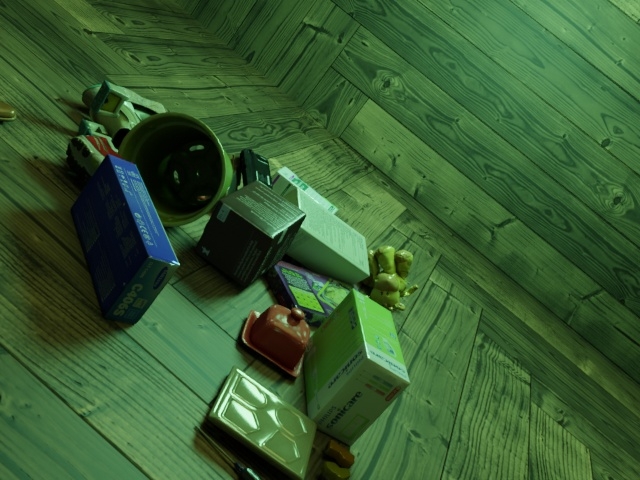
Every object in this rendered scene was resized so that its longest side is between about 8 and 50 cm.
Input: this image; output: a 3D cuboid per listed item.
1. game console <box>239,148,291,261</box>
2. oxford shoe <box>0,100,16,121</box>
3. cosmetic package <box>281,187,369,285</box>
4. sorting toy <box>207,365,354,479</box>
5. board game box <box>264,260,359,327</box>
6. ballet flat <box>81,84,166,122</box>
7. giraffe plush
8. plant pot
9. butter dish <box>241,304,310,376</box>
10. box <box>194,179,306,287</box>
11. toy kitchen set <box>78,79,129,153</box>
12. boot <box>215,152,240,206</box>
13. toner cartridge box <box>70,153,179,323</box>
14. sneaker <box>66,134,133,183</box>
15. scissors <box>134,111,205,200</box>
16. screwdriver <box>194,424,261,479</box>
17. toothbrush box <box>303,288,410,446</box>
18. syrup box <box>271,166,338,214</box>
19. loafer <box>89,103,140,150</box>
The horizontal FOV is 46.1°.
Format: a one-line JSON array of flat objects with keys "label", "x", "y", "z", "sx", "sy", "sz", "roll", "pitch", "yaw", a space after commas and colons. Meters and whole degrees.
[{"label": "game console", "x": -0.167, "y": -0.116, "z": 2.199, "sx": 0.213, "sy": 0.044, "sz": 0.361, "roll": 29, "pitch": 39, "yaw": -41}, {"label": "oxford shoe", "x": -0.791, "y": -0.339, "z": 1.717, "sx": 0.212, "sy": 0.076, "sz": 0.076, "roll": 27, "pitch": 21, "yaw": -34}, {"label": "cosmetic package", "x": 0.000, "y": 0.000, "z": 2.178, "sx": 0.309, "sy": 0.113, "sz": 0.160, "roll": 37, "pitch": 35, "yaw": -36}, {"label": "sorting toy", "x": -0.071, "y": 0.381, "z": 1.446, "sx": 0.307, "sy": 0.041, "sz": 0.229, "roll": 37, "pitch": 15, "yaw": -5}, {"label": "board game box", "x": 0.010, "y": 0.165, "z": 2.051, "sx": 0.347, "sy": 0.056, "sz": 0.208, "roll": 21, "pitch": 30, "yaw": -40}, {"label": "ballet flat", "x": -0.550, "y": -0.374, "z": 2.187, "sx": 0.316, "sy": 0.108, "sz": 0.106, "roll": 0, "pitch": 56, "yaw": -59}, {"label": "giraffe plush", "x": 0.201, "y": 0.140, "z": 2.326, "sx": 0.170, "sy": 0.182, "sz": 0.210, "roll": -57, "pitch": 130, "yaw": -61}, {"label": "plant pot", "x": -0.343, "y": -0.178, "z": 1.922, "sx": 0.276, "sy": 0.276, "sz": 0.254, "roll": 40, "pitch": 8, "yaw": 4}, {"label": "butter dish", "x": -0.080, "y": 0.202, "z": 1.699, "sx": 0.160, "sy": 0.118, "sz": 0.160, "roll": 36, "pitch": 19, "yaw": -9}, {"label": "box", "x": -0.173, "y": -0.021, "z": 1.891, "sx": 0.167, "sy": 0.168, "sz": 0.203, "roll": 35, "pitch": 29, "yaw": 8}, {"label": "toy kitchen set", "x": -0.544, "y": -0.281, "z": 1.882, "sx": 0.122, "sy": 0.166, "sz": 0.207, "roll": 14, "pitch": 31, "yaw": -47}, {"label": "boot", "x": -0.298, "y": -0.167, "z": 2.218, "sx": 0.115, "sy": 0.112, "sz": 0.305, "roll": 4, "pitch": 31, "yaw": -4}, {"label": "toner cartridge box", "x": -0.406, "y": -0.011, "z": 1.528, "sx": 0.075, "sy": 0.165, "sz": 0.347, "roll": 20, "pitch": 27, "yaw": -42}, {"label": "sneaker", "x": -0.468, "y": -0.144, "z": 1.745, "sx": 0.279, "sy": 0.107, "sz": 0.118, "roll": 52, "pitch": 35, "yaw": 12}, {"label": "scissors", "x": -0.416, "y": -0.230, "z": 2.081, "sx": 0.297, "sy": 0.021, "sz": 0.109, "roll": 52, "pitch": 10, "yaw": -26}, {"label": "screwdriver", "x": -0.157, "y": 0.379, "z": 1.315, "sx": 0.170, "sy": 0.024, "sz": 0.025, "roll": 43, "pitch": 49, "yaw": 18}, {"label": "toothbrush box", "x": 0.070, "y": 0.274, "z": 1.671, "sx": 0.122, "sy": 0.206, "sz": 0.283, "roll": 33, "pitch": 19, "yaw": -17}, {"label": "syrup box", "x": -0.067, "y": -0.134, "z": 2.506, "sx": 0.237, "sy": 0.096, "sz": 0.093, "roll": 39, "pitch": 20, "yaw": 0}, {"label": "loafer", "x": -0.533, "y": -0.291, "z": 2.022, "sx": 0.268, "sy": 0.102, "sz": 0.092, "roll": 44, "pitch": 14, "yaw": 14}]
